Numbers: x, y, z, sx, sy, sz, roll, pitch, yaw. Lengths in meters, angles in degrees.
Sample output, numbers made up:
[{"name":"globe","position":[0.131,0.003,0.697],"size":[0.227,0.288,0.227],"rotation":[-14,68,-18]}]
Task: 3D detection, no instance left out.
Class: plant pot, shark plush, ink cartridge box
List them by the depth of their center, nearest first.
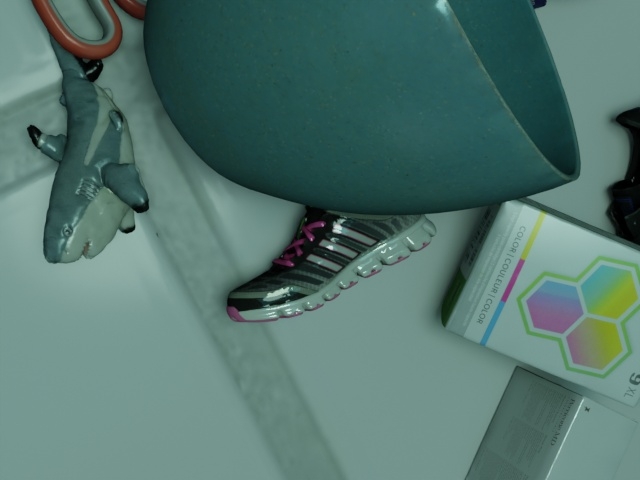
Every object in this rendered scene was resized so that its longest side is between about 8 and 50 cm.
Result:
[{"name":"plant pot","position":[0.009,-0.132,0.529],"size":[0.195,0.290,0.290],"rotation":[-24,103,25]},{"name":"shark plush","position":[-0.159,-0.068,0.567],"size":[0.067,0.073,0.161],"rotation":[-9,93,-22]},{"name":"ink cartridge box","position":[0.208,0.051,0.644],"size":[0.209,0.062,0.109],"rotation":[23,102,1]}]

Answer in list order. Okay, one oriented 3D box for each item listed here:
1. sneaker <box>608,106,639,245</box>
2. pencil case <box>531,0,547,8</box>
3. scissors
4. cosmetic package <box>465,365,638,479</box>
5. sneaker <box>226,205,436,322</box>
[{"name":"sneaker","position":[0.283,0.002,0.699],"size":[0.090,0.081,0.232],"rotation":[-2,95,-1]},{"name":"pencil case","position":[0.180,-0.323,0.622],"size":[0.124,0.124,0.284],"rotation":[-15,99,-14]},{"name":"scissors","position":[-0.180,-0.267,0.559],"size":[0.109,0.021,0.297],"rotation":[-28,102,-28]},{"name":"cosmetic package","position":[0.149,0.226,0.664],"size":[0.060,0.099,0.239],"rotation":[26,88,-16]},{"name":"sneaker","position":[0.000,0.000,0.624],"size":[0.170,0.063,0.075],"rotation":[-28,101,-17]}]
